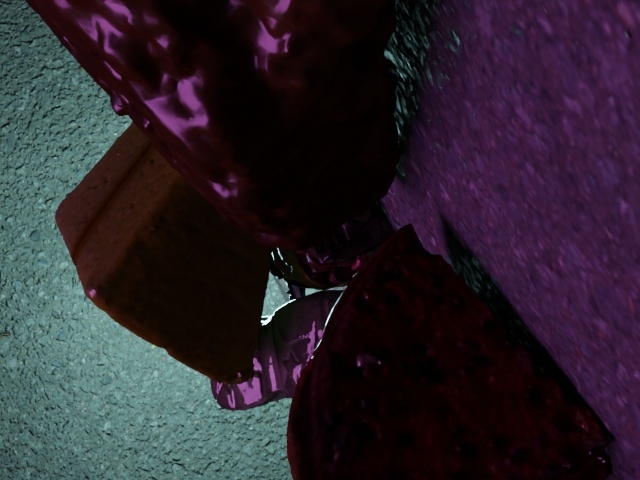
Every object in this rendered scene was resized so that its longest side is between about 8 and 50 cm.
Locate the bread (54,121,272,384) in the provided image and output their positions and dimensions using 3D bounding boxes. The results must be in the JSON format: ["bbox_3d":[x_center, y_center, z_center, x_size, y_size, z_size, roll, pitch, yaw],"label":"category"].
[{"bbox_3d":[-0.098,-0.067,1.016,0.245,0.361,0.233,36,-175,-33],"label":"bread"}]

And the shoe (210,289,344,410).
[{"bbox_3d":[0.034,0.125,1.083,0.342,0.211,0.132,-17,82,49],"label":"shoe"}]

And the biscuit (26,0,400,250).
[{"bbox_3d":[-0.102,-0.165,0.674,0.342,0.166,0.395,48,174,17],"label":"biscuit"}]

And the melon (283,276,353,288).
[{"bbox_3d":[0.000,0.005,1.213,0.160,0.079,0.128,-18,-76,-77],"label":"melon"}]

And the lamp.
[{"bbox_3d":[0.000,0.000,1.034,0.118,0.118,0.253,63,168,6],"label":"lamp"}]

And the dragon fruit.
[{"bbox_3d":[0.133,0.204,0.718,0.240,0.302,0.330,4,145,44],"label":"dragon fruit"}]

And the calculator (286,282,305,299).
[{"bbox_3d":[-0.041,-0.032,1.300,0.274,0.028,0.165,76,-162,-61],"label":"calculator"}]
